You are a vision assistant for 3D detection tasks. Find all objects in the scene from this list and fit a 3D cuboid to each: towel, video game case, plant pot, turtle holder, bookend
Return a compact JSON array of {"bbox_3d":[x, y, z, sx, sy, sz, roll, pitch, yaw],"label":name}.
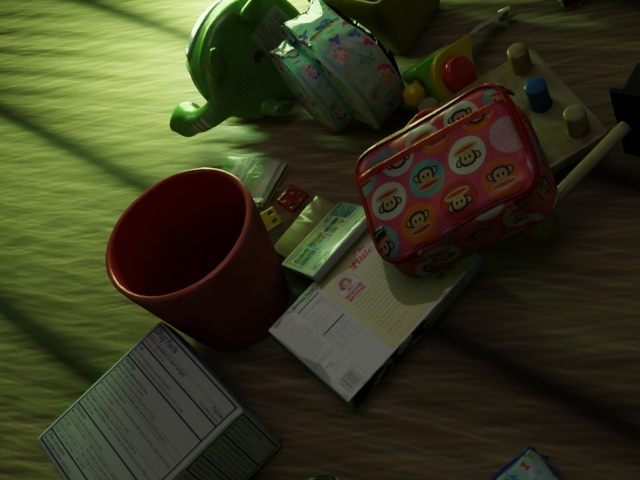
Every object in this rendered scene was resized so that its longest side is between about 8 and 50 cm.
[{"bbox_3d":[-0.145,-0.116,1.975,0.152,0.023,0.113,9,58,35],"label":"towel"},{"bbox_3d":[0.015,-0.001,1.695,0.157,0.019,0.143,-47,22,-11],"label":"video game case"},{"bbox_3d":[0.123,-0.497,2.006,0.212,0.187,0.212,21,68,38],"label":"plant pot"},{"bbox_3d":[-0.191,0.050,1.720,0.274,0.243,0.275,-14,51,18],"label":"plant pot"},{"bbox_3d":[-0.165,-0.357,2.053,0.227,0.243,0.320,31,113,55],"label":"turtle holder"},{"bbox_3d":[0.544,-0.240,1.612,0.072,0.157,0.156,19,67,36],"label":"bookend"}]

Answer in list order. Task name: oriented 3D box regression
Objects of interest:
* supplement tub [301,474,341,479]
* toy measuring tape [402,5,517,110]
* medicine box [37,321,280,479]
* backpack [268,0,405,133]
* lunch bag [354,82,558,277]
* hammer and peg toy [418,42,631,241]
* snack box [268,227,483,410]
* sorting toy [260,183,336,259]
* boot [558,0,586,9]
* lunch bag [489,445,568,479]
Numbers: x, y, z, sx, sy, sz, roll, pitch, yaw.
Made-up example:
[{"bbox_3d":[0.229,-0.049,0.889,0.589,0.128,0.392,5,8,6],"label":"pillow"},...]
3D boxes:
[{"bbox_3d":[0.014,0.438,1.405,0.117,0.117,0.190,-31,48,4],"label":"supplement tub"},{"bbox_3d":[0.277,-0.325,1.872,0.121,0.121,0.330,26,50,39],"label":"toy measuring tape"},{"bbox_3d":[-0.262,0.327,1.612,0.289,0.149,0.263,-44,48,-9],"label":"medicine box"},{"bbox_3d":[0.040,-0.319,1.889,0.191,0.225,0.253,-46,45,-7],"label":"backpack"},{"bbox_3d":[0.204,-0.106,1.565,0.293,0.120,0.258,-29,55,22],"label":"lunch bag"},{"bbox_3d":[0.345,-0.155,1.674,0.266,0.127,0.361,-32,51,2],"label":"hammer and peg toy"},{"bbox_3d":[0.091,0.097,1.632,0.187,0.060,0.322,39,79,25],"label":"snack box"},{"bbox_3d":[0.000,0.000,1.786,0.274,0.046,0.132,29,72,35],"label":"sorting toy"},{"bbox_3d":[0.511,-0.559,1.921,0.236,0.085,0.179,-36,49,8],"label":"boot"},{"bbox_3d":[0.275,0.375,1.338,0.151,0.096,0.129,-44,49,11],"label":"lunch bag"}]
